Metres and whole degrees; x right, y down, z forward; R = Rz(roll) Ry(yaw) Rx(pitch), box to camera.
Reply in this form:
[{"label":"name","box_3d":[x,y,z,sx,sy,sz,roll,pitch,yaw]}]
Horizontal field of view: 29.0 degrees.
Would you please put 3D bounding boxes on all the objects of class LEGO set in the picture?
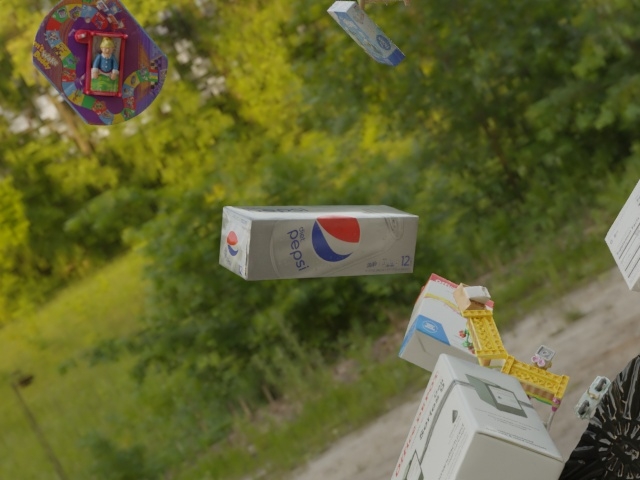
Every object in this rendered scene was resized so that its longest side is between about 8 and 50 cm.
[{"label":"LEGO set","box_3d":[0.275,0.190,1.812,0.132,0.287,0.107,-29,-38,-36]}]

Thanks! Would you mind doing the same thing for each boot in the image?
[{"label":"boot","box_3d":[0.429,0.229,1.542,0.260,0.131,0.348,-12,-38,-53]}]

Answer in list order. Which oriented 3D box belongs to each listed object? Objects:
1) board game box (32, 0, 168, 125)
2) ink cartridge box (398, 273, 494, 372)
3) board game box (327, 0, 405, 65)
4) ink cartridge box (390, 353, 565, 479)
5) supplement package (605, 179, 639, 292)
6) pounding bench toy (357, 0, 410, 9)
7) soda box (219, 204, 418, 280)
[{"label":"board game box","box_3d":[-0.270,-0.223,1.526,0.133,0.169,0.033,-42,20,-7]},{"label":"ink cartridge box","box_3d":[0.239,0.150,2.284,0.231,0.134,0.078,-65,1,-55]},{"label":"board game box","box_3d":[0.054,-0.248,1.479,0.020,0.090,0.090,-45,17,-2]},{"label":"ink cartridge box","box_3d":[0.188,0.296,1.571,0.289,0.121,0.211,-101,31,-77]},{"label":"supplement package","box_3d":[0.659,-0.013,2.096,0.145,0.261,0.204,-103,29,-50]},{"label":"pounding bench toy","box_3d":[0.072,-0.308,1.412,0.065,0.052,0.083,-5,38,-4]},{"label":"soda box","box_3d":[0.000,0.000,1.823,0.286,0.091,0.098,-1,13,-29]}]
